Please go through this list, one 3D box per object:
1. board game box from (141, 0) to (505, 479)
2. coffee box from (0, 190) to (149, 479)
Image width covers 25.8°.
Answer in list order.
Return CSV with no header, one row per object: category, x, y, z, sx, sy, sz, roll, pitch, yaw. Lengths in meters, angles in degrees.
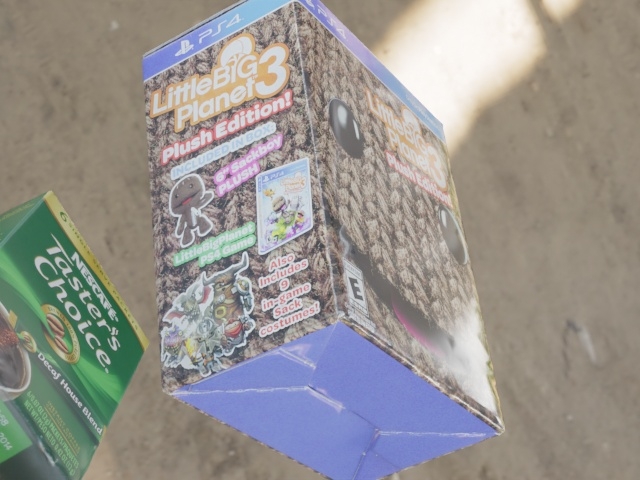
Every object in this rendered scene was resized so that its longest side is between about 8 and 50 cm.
board game box,0.000,0.000,1.025,0.232,0.141,0.291,37,36,-48
coffee box,-0.148,0.051,0.722,0.113,0.040,0.184,59,13,-13
